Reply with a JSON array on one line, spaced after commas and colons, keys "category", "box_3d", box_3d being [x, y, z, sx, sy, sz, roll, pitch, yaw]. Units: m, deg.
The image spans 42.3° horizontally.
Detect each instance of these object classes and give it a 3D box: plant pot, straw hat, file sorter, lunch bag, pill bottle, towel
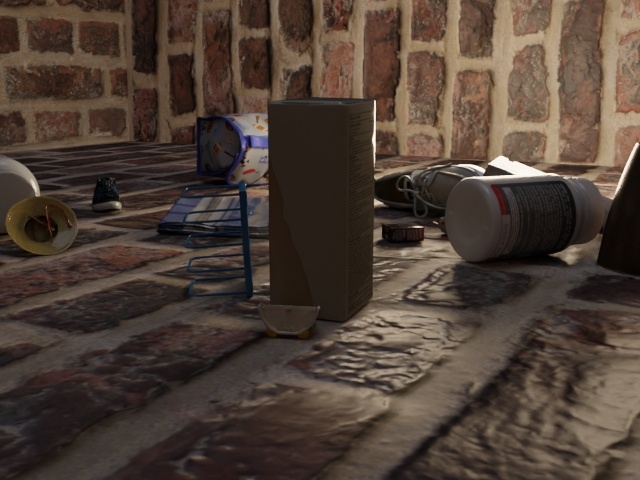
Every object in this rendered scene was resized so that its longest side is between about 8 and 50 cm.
[{"category": "plant pot", "box_3d": [0.632, -0.065, 1.530, 0.215, 0.231, 0.215, 1, 11, 0]}, {"category": "straw hat", "box_3d": [-0.558, -0.015, 1.648, 0.144, 0.144, 0.061, -8, -27, -37]}, {"category": "file sorter", "box_3d": [-0.165, -0.002, 1.339, 0.104, 0.170, 0.118, -4, 11, -4]}, {"category": "lunch bag", "box_3d": [-0.192, -0.297, 2.684, 0.327, 0.239, 0.385, -4, 5, -30]}, {"category": "pill bottle", "box_3d": [-0.720, -0.105, 1.838, 0.169, 0.169, 0.301, -5, 12, -28]}, {"category": "towel", "box_3d": [-0.209, -0.062, 1.881, 0.284, 0.034, 0.209, 2, 24, 9]}, {"category": "pill bottle", "box_3d": [0.401, -0.048, 1.615, 0.283, 0.161, 0.161, -5, 12, -26]}]

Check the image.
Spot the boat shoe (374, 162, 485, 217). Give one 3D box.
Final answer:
[{"category": "boat shoe", "box_3d": [0.259, -0.130, 2.099, 0.156, 0.136, 0.367, -8, 11, -37]}]

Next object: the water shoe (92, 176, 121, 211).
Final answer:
[{"category": "water shoe", "box_3d": [-0.566, -0.125, 2.168, 0.072, 0.080, 0.203, -4, 12, -21]}]

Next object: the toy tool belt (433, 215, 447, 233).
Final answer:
[{"category": "toy tool belt", "box_3d": [0.290, -0.040, 1.854, 0.051, 0.052, 0.083, 18, 18, 32]}]

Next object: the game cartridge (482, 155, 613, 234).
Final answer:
[{"category": "game cartridge", "box_3d": [0.553, -0.098, 1.901, 0.355, 0.068, 0.230, 24, 21, 14]}]

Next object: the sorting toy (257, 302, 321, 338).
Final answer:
[{"category": "sorting toy", "box_3d": [-0.037, 0.105, 1.132, 0.083, 0.045, 0.075, 2, 4, 9]}]

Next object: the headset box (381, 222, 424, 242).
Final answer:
[{"category": "headset box", "box_3d": [0.181, -0.017, 1.782, 0.083, 0.032, 0.062, -4, 12, -14]}]

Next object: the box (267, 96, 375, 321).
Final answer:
[{"category": "box", "box_3d": [0.004, -0.052, 1.222, 0.121, 0.311, 0.148, 5, 12, 21]}]

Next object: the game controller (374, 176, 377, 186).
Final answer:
[{"category": "game controller", "box_3d": [0.017, -0.114, 2.094, 0.166, 0.067, 0.319, -15, 1, 32]}]
